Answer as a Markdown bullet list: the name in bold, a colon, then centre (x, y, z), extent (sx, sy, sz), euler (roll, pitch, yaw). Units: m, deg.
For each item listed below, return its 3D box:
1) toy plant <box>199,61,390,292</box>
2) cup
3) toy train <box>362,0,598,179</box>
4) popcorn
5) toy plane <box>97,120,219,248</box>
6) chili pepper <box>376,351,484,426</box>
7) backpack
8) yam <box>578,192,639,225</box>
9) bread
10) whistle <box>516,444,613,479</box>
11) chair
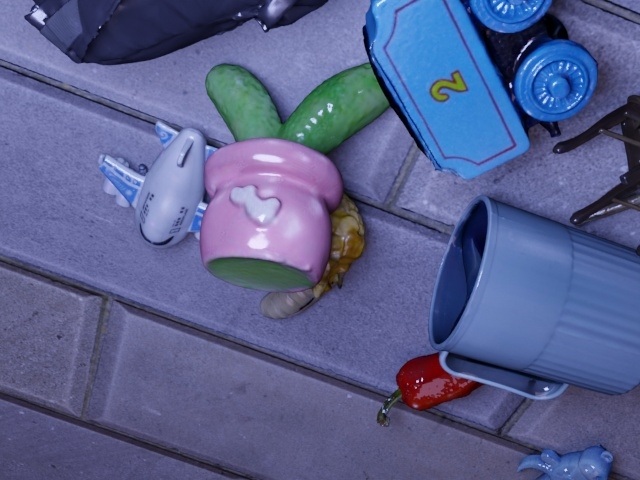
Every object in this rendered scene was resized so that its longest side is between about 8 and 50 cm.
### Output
- **toy plant**: centre (-0.041, -0.104, 1.090), extent (0.317, 0.356, 0.210), euler (2, 151, 13)
- **cup**: centre (0.356, 0.127, 1.189), extent (0.311, 0.257, 0.331), euler (17, 102, -3)
- **toy train**: centre (0.209, -0.252, 0.988), extent (0.265, 0.188, 0.300), euler (-27, 119, 16)
- **popcorn**: centre (0.000, 0.000, 1.238), extent (0.170, 0.180, 0.180), euler (42, 123, -14)
- **toy plane**: centre (-0.255, -0.086, 1.257), extent (0.267, 0.123, 0.267), euler (7, 129, 8)
- **chili pepper**: centre (0.263, 0.250, 1.415), extent (0.387, 0.110, 0.110), euler (-29, 116, 22)
- **backpack**: centre (-0.167, -0.393, 0.867), extent (0.445, 0.255, 0.363), euler (-29, 120, 4)
- **yam**: centre (0.473, -0.050, 1.199), extent (0.116, 0.021, 0.021), euler (-22, 119, 23)
- **bread**: centre (-0.036, 0.100, 1.391), extent (0.073, 0.053, 0.214), euler (40, 123, -23)
- **whistle**: centre (0.528, 0.519, 1.563), extent (0.180, 0.093, 0.269), euler (43, 126, 9)
- **chair**: centre (0.527, -0.130, 1.051), extent (0.319, 0.186, 0.160), euler (-30, 119, -10)
